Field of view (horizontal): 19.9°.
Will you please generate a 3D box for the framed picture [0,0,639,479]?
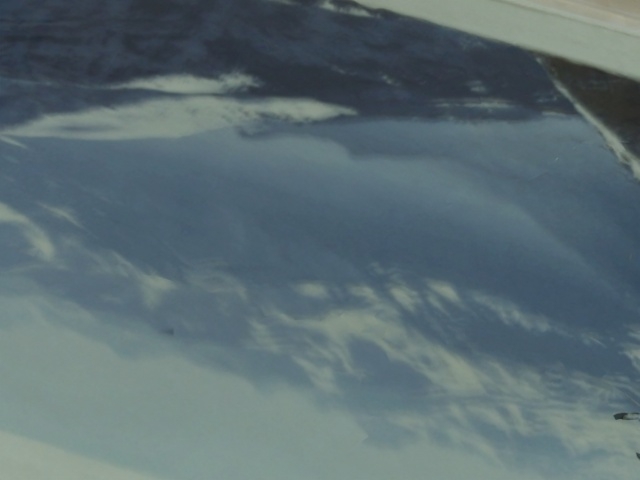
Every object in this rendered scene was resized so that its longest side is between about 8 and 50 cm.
[{"bbox_3d":[0.000,0.000,0.486,0.022,0.335,0.247,103,4,-54],"label":"framed picture"}]
